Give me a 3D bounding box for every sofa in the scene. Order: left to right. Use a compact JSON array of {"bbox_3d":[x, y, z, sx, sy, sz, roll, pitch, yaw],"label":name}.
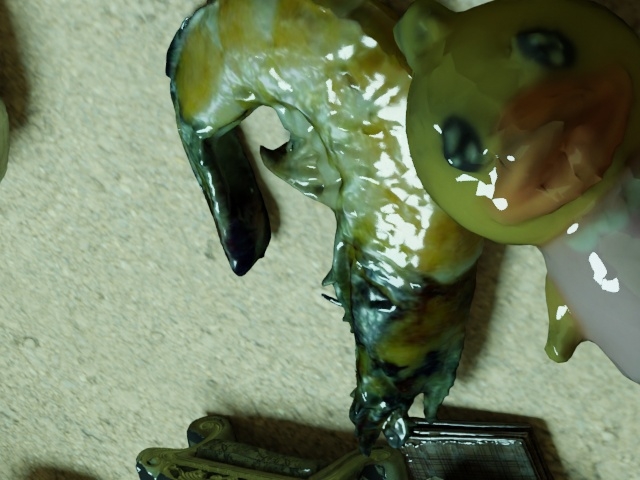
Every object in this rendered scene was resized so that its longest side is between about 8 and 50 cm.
[{"bbox_3d":[-0.024,0.267,1.240,0.258,0.182,0.200,2,114,38],"label":"sofa"}]

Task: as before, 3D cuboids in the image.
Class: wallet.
[{"bbox_3d":[0.156,0.237,1.115,0.124,0.042,0.230,-4,127,30],"label":"wallet"}]

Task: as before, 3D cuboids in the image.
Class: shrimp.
[{"bbox_3d":[0.000,0.000,0.961,0.272,0.085,0.445,22,139,29],"label":"shrimp"}]

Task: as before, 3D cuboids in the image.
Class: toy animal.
[{"bbox_3d":[0.157,-0.037,0.717,0.281,0.169,0.195,37,101,-14],"label":"toy animal"}]

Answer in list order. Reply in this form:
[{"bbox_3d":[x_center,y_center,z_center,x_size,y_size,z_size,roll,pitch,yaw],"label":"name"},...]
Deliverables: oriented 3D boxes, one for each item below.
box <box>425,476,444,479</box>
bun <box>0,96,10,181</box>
[{"bbox_3d":[0.162,0.305,1.082,0.269,0.079,0.135,28,132,-12],"label":"box"},{"bbox_3d":[-0.428,-0.125,1.079,0.360,0.211,0.359,13,135,14],"label":"bun"}]
